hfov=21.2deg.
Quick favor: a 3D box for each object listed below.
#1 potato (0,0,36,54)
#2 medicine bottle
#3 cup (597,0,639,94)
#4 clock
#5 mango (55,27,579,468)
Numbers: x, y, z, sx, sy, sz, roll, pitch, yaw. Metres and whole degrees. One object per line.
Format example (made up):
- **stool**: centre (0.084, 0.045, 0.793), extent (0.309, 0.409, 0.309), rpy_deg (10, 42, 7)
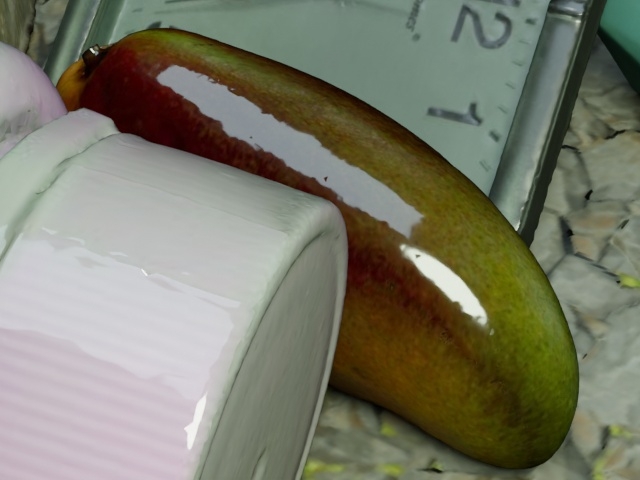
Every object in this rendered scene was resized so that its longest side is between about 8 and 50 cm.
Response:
- **potato**: centre (-0.317, -0.192, 0.883), extent (0.295, 0.290, 0.397), rpy_deg (-8, 41, 0)
- **medicine bottle**: centre (-0.161, 0.038, 0.622), extent (0.301, 0.241, 0.241), rpy_deg (17, 44, 12)
- **cup**: centre (0.245, -0.075, 0.793), extent (0.134, 0.148, 0.236), rpy_deg (-43, 44, 7)
- **clock**: centre (0.007, -0.130, 0.863), extent (0.278, 0.049, 0.273), rpy_deg (15, 79, 22)
- **mango**: centre (0.000, 0.000, 0.734), extent (0.267, 0.133, 0.111), rpy_deg (35, 49, 16)
